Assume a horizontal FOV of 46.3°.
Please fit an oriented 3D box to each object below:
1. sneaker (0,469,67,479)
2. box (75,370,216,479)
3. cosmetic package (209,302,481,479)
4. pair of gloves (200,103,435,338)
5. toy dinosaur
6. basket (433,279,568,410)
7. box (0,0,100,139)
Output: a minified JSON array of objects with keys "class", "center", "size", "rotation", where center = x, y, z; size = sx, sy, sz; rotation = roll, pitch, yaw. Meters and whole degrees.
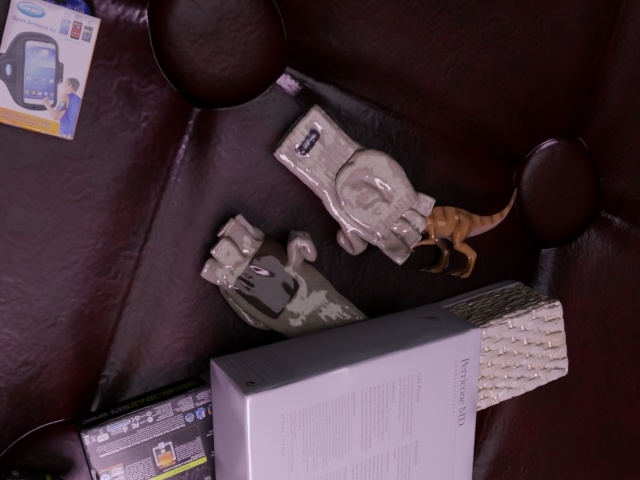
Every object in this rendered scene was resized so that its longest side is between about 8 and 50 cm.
[{"class":"sneaker","center":[-0.356,0.304,0.692],"size":[0.300,0.111,0.121],"rotation":[-10,107,-16]},{"class":"box","center":[-0.145,0.247,0.806],"size":[0.191,0.045,0.184],"rotation":[-18,106,-23]},{"class":"cosmetic package","center":[0.033,0.281,0.820],"size":[0.284,0.097,0.377],"rotation":[-9,110,-28]},{"class":"pair of gloves","center":[0.000,0.000,0.828],"size":[0.204,0.042,0.240],"rotation":[33,87,-16]},{"class":"toy dinosaur","center":[0.168,-0.014,0.906],"size":[0.212,0.064,0.112],"rotation":[2,94,-25]},{"class":"basket","center":[0.211,0.127,0.921],"size":[0.167,0.103,0.113],"rotation":[-16,104,-23]},{"class":"box","center":[-0.261,-0.171,0.708],"size":[0.081,0.028,0.136],"rotation":[12,93,-25]}]
